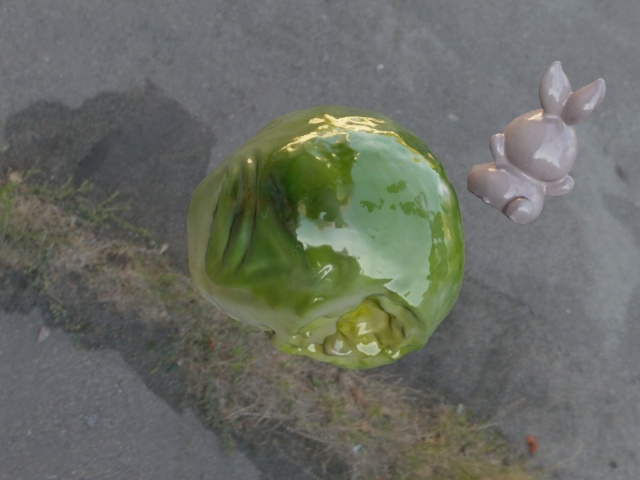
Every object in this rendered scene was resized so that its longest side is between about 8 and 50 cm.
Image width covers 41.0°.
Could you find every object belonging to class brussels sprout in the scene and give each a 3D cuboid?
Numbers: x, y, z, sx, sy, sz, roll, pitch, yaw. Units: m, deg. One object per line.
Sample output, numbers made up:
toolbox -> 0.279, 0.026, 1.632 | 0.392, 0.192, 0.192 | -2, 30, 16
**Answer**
brussels sprout -> 0.000, 0.000, 0.995 | 0.268, 0.344, 0.344 | -1, 66, -65

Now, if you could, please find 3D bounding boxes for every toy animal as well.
toy animal -> 0.288, -0.123, 1.102 | 0.124, 0.212, 0.124 | 29, 20, -12
